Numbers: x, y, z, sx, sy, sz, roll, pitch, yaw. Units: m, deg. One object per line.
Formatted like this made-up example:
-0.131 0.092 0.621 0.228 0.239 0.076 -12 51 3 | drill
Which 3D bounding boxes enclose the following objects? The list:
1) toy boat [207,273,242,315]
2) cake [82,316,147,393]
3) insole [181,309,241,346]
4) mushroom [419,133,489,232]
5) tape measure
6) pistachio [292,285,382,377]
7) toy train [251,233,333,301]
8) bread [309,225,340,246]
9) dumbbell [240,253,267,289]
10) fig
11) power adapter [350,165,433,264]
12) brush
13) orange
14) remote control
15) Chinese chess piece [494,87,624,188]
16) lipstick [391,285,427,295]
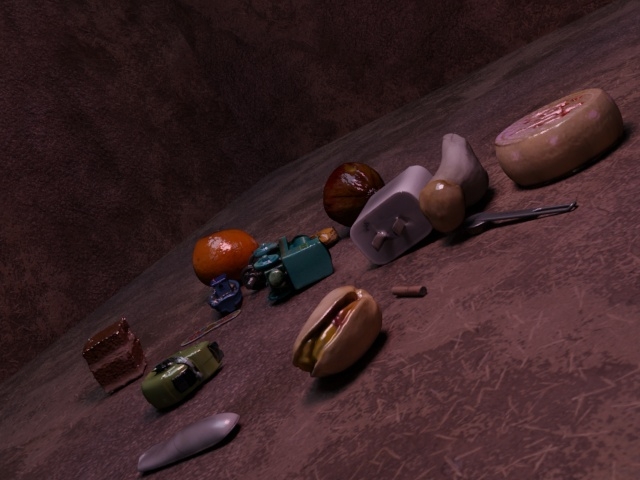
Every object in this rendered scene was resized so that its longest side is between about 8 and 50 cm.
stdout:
-0.277 0.145 2.197 0.100 0.097 0.223 -30 13 -4 | toy boat
-0.548 0.310 2.083 0.135 0.147 0.135 -33 12 3 | cake
-0.296 0.236 2.093 0.193 0.006 0.065 -30 12 12 | insole
0.286 -0.126 1.704 0.122 0.159 0.328 -48 -1 30 | mushroom
-0.321 0.300 1.710 0.178 0.087 0.154 -27 14 32 | tape measure
0.032 0.164 1.340 0.200 0.117 0.145 -52 -15 -41 | pistachio
-0.073 0.053 2.030 0.194 0.120 0.298 -24 12 0 | toy train
0.000 0.000 2.192 0.106 0.053 0.072 -30 7 34 | bread
-0.180 0.086 2.229 0.082 0.081 0.254 -28 13 16 | dumbbell
0.132 -0.145 2.112 0.191 0.190 0.290 -41 7 -38 | fig
0.172 -0.048 1.754 0.187 0.124 0.255 -39 9 27 | power adapter
0.384 -0.046 1.508 0.062 0.027 0.266 -40 19 -33 | brush
-0.290 0.048 2.389 0.224 0.170 0.224 -23 -2 -1 | orange
-0.240 0.356 1.388 0.229 0.044 0.073 -26 16 25 | remote control
0.513 -0.222 1.674 0.270 0.112 0.270 -29 12 7 | Chinese chess piece
0.168 0.096 1.473 0.019 0.019 0.094 -38 14 -26 | lipstick
